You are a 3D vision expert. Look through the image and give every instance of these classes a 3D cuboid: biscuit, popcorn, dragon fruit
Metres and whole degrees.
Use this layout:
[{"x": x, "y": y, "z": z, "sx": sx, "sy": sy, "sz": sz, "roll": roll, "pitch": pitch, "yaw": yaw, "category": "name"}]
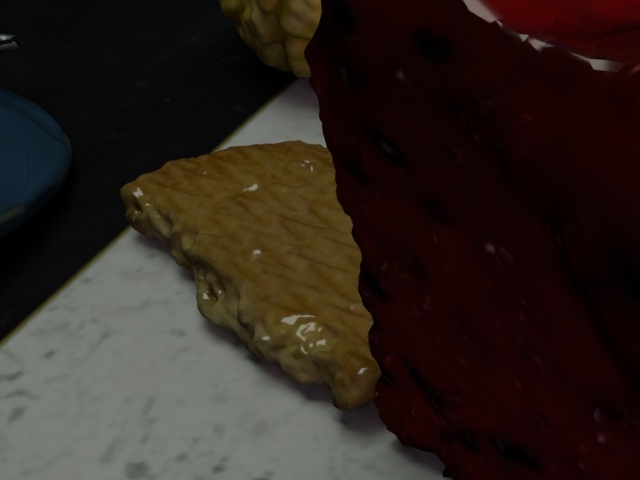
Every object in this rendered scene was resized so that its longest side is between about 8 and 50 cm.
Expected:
[{"x": 0.000, "y": 0.001, "z": 0.619, "sx": 0.144, "sy": 0.033, "sz": 0.224, "roll": -28, "pitch": 39, "yaw": -26, "category": "biscuit"}, {"x": 0.003, "y": -0.185, "z": 0.766, "sx": 0.170, "sy": 0.180, "sz": 0.180, "roll": -34, "pitch": 27, "yaw": 27, "category": "popcorn"}, {"x": 0.149, "y": 0.057, "z": 0.431, "sx": 0.302, "sy": 0.240, "sz": 0.330, "roll": -5, "pitch": 49, "yaw": -42, "category": "dragon fruit"}]

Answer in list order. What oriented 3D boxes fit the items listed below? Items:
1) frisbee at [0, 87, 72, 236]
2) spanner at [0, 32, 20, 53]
[{"x": -0.292, "y": -0.059, "z": 0.708, "sx": 0.289, "sy": 0.049, "sz": 0.289, "roll": 2, "pitch": 28, "yaw": -1, "category": "frisbee"}, {"x": -0.336, "y": -0.124, "z": 0.833, "sx": 0.302, "sy": 0.017, "sz": 0.071, "roll": -2, "pitch": 2, "yaw": 25, "category": "spanner"}]
